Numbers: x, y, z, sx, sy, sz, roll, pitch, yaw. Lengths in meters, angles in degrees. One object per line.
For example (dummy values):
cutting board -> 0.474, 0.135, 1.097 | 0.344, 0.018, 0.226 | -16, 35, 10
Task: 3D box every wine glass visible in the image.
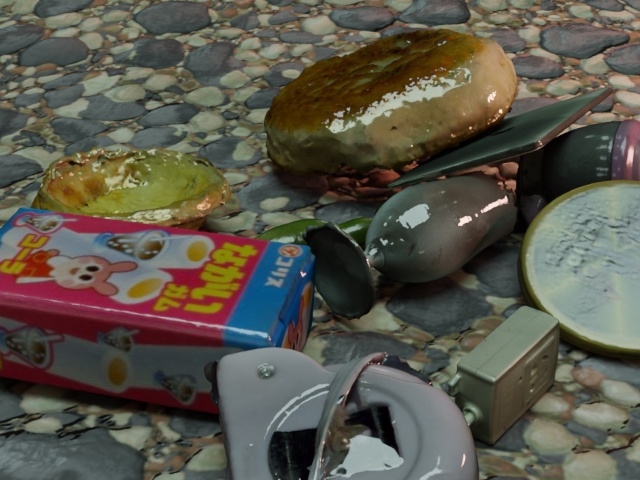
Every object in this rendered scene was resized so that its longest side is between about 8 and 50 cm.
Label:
wine glass -> 0.094, -0.005, 1.168 | 0.222, 0.103, 0.103 | -23, 38, -36

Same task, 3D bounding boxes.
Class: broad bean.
broad bean -> 0.000, 0.000, 1.215 | 0.214, 0.048, 0.070 | -15, 28, -25

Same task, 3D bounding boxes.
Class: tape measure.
tape measure -> 0.019, 0.175, 0.879 | 0.197, 0.120, 0.236 | -11, 41, -1

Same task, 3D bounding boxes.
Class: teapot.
teapot -> 0.283, -0.055, 1.258 | 0.146, 0.148, 0.116 | 1, -6, 29

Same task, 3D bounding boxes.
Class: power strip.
power strip -> 0.148, 0.125, 0.991 | 0.042, 0.075, 0.175 | 23, 42, 34

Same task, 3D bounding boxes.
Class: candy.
candy -> -0.168, 0.063, 1.071 | 0.306, 0.100, 0.157 | 7, 31, 11

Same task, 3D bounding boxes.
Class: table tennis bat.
table tennis bat -> 0.339, 0.047, 1.095 | 0.321, 0.050, 0.198 | 26, 63, 28

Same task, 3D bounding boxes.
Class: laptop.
laptop -> 0.205, -0.115, 1.304 | 0.188, 0.015, 0.269 | -15, 11, 34

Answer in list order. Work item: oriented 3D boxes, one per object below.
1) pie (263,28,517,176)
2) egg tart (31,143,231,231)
pie -> 0.076, -0.176, 1.397 | 0.315, 0.092, 0.315 | -15, 26, 7
egg tart -> -0.200, -0.034, 1.234 | 0.213, 0.090, 0.212 | -2, 29, 1
